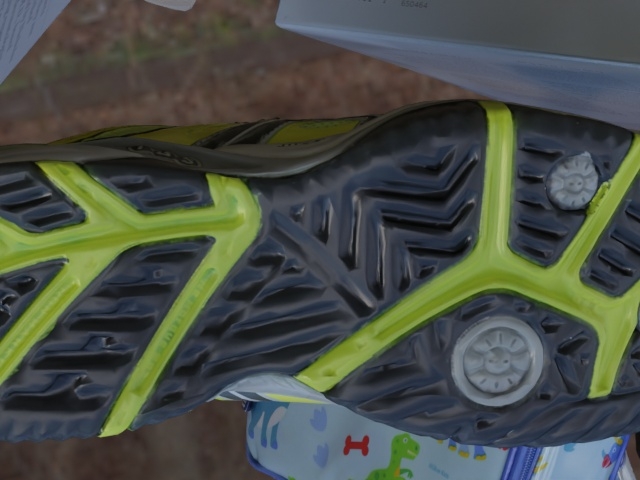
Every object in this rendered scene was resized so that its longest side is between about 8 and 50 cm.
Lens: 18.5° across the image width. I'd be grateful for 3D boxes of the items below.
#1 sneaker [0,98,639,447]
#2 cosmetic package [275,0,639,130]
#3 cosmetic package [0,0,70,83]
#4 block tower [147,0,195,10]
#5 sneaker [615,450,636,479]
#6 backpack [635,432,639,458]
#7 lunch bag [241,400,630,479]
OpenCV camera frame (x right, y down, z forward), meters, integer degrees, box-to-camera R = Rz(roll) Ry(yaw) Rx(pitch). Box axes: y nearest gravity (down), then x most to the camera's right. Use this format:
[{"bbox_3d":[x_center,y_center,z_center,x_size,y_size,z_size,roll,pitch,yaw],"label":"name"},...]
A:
[{"bbox_3d":[0.000,0.000,0.816,0.385,0.145,0.147,3,-167,-11],"label":"sneaker"},{"bbox_3d":[0.212,-0.106,0.999,0.377,0.097,0.284,11,178,37],"label":"cosmetic package"},{"bbox_3d":[-0.247,-0.236,1.213,0.453,0.230,0.161,-60,179,-42],"label":"cosmetic package"},{"bbox_3d":[-0.161,-0.165,0.563,0.336,0.091,0.097,13,148,-19],"label":"block tower"},{"bbox_3d":[0.237,0.133,1.814,0.131,0.296,0.112,-34,-166,-39],"label":"sneaker"},{"bbox_3d":[0.315,0.209,1.147,0.213,0.263,0.276,11,-179,-32],"label":"backpack"},{"bbox_3d":[0.059,0.070,1.013,0.090,0.176,0.219,13,-170,-39],"label":"lunch bag"}]
